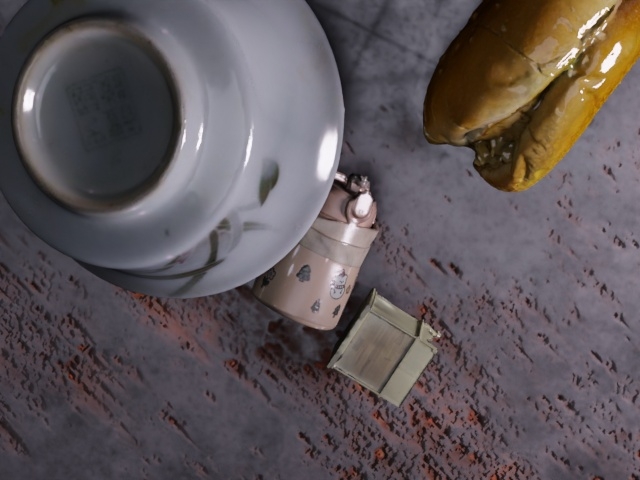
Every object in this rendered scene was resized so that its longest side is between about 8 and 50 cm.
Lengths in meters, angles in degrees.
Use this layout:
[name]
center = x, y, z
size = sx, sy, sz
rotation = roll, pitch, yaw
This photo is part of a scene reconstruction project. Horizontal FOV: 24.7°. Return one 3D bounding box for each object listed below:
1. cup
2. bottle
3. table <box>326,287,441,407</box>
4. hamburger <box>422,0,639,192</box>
[cup]
center = -0.167, -0.110, 1.317
size = 0.347, 0.163, 0.347
rotation = 2, 96, 18
[bottle]
center = 0.001, 0.000, 1.401
size = 0.099, 0.099, 0.152
rotation = 23, 98, 2
[table]
center = 0.064, 0.106, 1.430
size = 0.083, 0.062, 0.079
rotation = 32, 106, -1
[hamburger]
center = 0.201, -0.169, 1.294
size = 0.144, 0.156, 0.283
rotation = 37, 108, -2
